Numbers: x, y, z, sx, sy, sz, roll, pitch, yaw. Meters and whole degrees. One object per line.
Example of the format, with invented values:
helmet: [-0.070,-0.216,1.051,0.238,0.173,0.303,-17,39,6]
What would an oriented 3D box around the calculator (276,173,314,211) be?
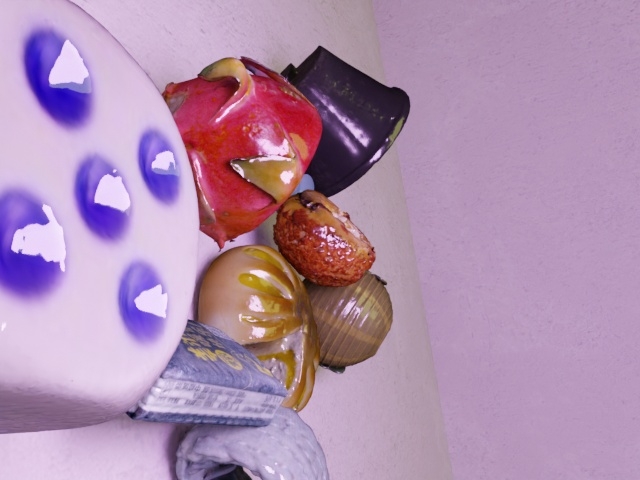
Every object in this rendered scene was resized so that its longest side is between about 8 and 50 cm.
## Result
calculator: [-0.122,-0.164,1.249,0.302,0.042,0.189,31,50,-43]

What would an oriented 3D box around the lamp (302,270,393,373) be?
lamp: [0.026,0.164,1.329,0.250,0.284,0.250,-61,174,-11]

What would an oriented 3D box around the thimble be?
thimble: [-0.099,0.361,0.870,0.250,0.205,0.172,50,22,4]

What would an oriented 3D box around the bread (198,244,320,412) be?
bread: [-0.095,0.164,1.063,0.333,0.159,0.333,-13,90,-71]

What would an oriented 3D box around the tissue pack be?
tissue pack: [-0.184,0.166,0.769,0.081,0.185,0.257,-59,144,0]

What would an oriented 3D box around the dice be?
dice: [-0.287,-0.010,0.472,0.304,0.276,0.305,48,35,-60]

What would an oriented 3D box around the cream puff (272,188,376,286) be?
cream puff: [0.000,0.000,1.184,0.240,0.164,0.240,44,18,-18]

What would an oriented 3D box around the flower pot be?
flower pot: [0.001,-0.307,1.413,0.251,0.379,0.380,42,37,-28]

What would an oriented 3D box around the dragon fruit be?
dragon fruit: [-0.169,-0.162,0.898,0.225,0.305,0.306,37,40,-29]
